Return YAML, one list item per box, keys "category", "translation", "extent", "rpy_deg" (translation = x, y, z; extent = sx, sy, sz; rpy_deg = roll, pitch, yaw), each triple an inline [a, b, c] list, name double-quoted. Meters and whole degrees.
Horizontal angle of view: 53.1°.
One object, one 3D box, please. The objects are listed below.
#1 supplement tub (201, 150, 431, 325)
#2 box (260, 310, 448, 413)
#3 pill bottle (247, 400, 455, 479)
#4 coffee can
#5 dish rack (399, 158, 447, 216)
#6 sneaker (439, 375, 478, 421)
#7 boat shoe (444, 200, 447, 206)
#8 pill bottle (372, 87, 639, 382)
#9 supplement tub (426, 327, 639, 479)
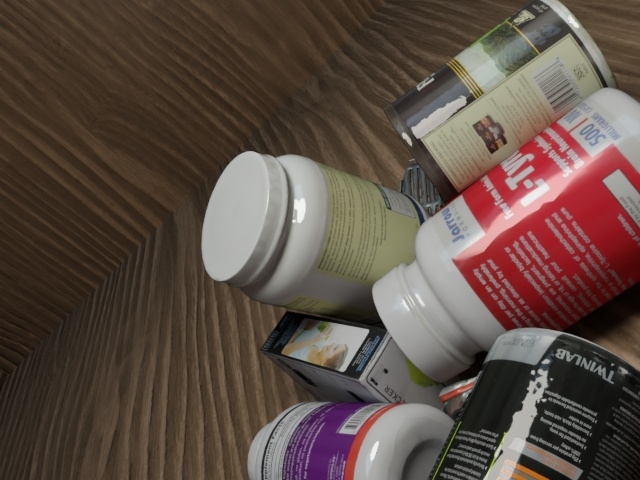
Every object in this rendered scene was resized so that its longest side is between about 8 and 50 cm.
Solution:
- category: "supplement tub"
  translation: [0.000, 0.000, 1.028]
  extent: [0.235, 0.325, 0.235]
  rpy_deg: [-27, 55, 48]
- category: "box"
  translation: [0.049, 0.205, 1.007]
  extent: [0.087, 0.169, 0.290]
  rpy_deg: [-55, 25, -20]
- category: "pill bottle"
  translation: [0.035, 0.307, 0.852]
  extent: [0.323, 0.181, 0.181]
  rpy_deg: [-19, 38, 53]
- category: "coffee can"
  translation: [0.263, -0.197, 0.956]
  extent: [0.275, 0.201, 0.201]
  rpy_deg: [-35, 28, 13]
- category: "dish rack"
  translation: [0.257, -0.087, 1.078]
  extent: [0.271, 0.074, 0.208]
  rpy_deg: [-12, 63, 24]
- category: "sneaker"
  translation: [0.238, 0.209, 0.860]
  extent: [0.158, 0.061, 0.065]
  rpy_deg: [-32, 57, 31]
- category: "boat shoe"
  translation: [0.310, -0.154, 1.186]
  extent: [0.094, 0.109, 0.302]
  rpy_deg: [2, 68, 37]
- category: "pill bottle"
  translation: [0.279, 0.010, 0.857]
  extent: [0.407, 0.229, 0.229]
  rpy_deg: [-39, 27, 17]
- category: "supplement tub"
  translation: [0.208, 0.265, 0.649]
  extent: [0.193, 0.193, 0.316]
  rpy_deg: [0, 52, 57]
